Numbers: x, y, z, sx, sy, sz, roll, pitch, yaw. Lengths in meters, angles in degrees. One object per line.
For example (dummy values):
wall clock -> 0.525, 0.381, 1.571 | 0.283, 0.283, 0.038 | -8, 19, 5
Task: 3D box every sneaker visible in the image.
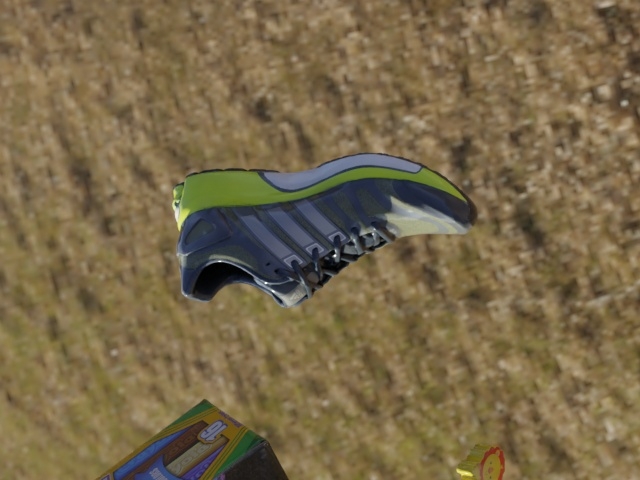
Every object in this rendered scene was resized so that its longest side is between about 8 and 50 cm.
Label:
sneaker -> 0.000, 0.000, 1.360 | 0.300, 0.111, 0.121 | -6, 65, 24

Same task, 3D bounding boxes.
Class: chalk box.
chalk box -> -0.170, 0.347, 1.664 | 0.179, 0.289, 0.180 | 21, 142, 62

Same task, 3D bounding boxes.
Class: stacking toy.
stacking toy -> 0.189, 0.287, 1.208 | 0.167, 0.052, 0.221 | 7, 99, 41
